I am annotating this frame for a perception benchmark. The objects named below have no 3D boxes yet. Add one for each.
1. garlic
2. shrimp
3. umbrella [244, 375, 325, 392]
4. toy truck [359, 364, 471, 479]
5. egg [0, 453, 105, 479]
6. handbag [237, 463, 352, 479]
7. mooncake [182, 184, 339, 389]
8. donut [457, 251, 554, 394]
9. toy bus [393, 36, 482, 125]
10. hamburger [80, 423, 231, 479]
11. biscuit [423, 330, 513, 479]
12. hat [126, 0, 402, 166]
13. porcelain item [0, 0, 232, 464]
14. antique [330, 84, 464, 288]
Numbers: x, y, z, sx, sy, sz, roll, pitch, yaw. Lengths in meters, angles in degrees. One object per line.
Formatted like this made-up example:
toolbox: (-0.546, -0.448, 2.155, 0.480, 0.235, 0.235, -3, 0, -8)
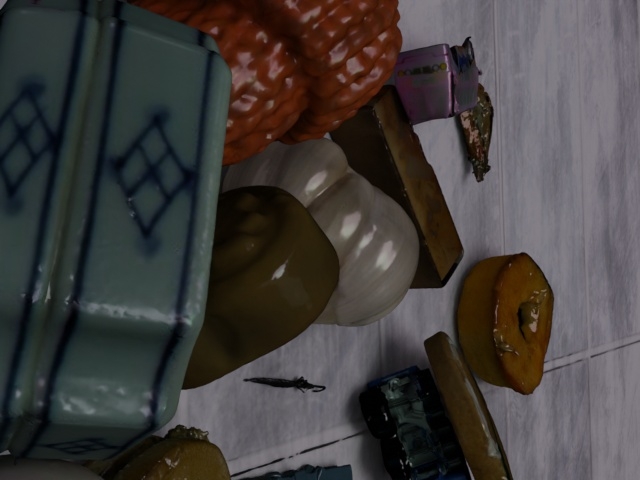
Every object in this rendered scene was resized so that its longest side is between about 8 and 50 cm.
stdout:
garlic: (0.013, 0.006, 1.054, 0.203, 0.185, 0.281, -56, 132, -15)
shrimp: (0.269, -0.189, 1.492, 0.091, 0.043, 0.184, 2, 81, -44)
umbrella: (-0.041, 0.184, 1.104, 0.149, 0.022, 0.022, 20, 47, -49)
toy truck: (0.141, 0.291, 1.243, 0.126, 0.113, 0.208, -49, 118, -84)
egg: (-0.232, 0.323, 0.598, 0.354, 0.355, 0.339, 33, 63, -46)
handbag: (-0.032, 0.363, 1.089, 0.221, 0.057, 0.144, 7, 76, -50)
mooncake: (-0.101, 0.032, 0.884, 0.117, 0.235, 0.234, 53, 50, -29)
donut: (0.333, 0.143, 1.495, 0.253, 0.118, 0.253, 6, 82, -49)
toy bus: (0.179, -0.239, 1.272, 0.274, 0.090, 0.112, -32, 113, -68)
hamburger: (-0.177, 0.285, 0.855, 0.215, 0.122, 0.189, -44, 128, -47)
biscuit: (0.239, 0.298, 1.276, 0.343, 0.057, 0.287, 61, 9, -52)
hat: (-0.122, -0.169, 0.815, 0.400, 0.285, 0.285, -48, 124, -35)
porcelain item: (-0.175, 0.000, 0.583, 0.157, 0.281, 0.285, 12, 68, -20)
antique: (0.114, -0.077, 1.254, 0.093, 0.087, 0.310, -51, 125, -42)
